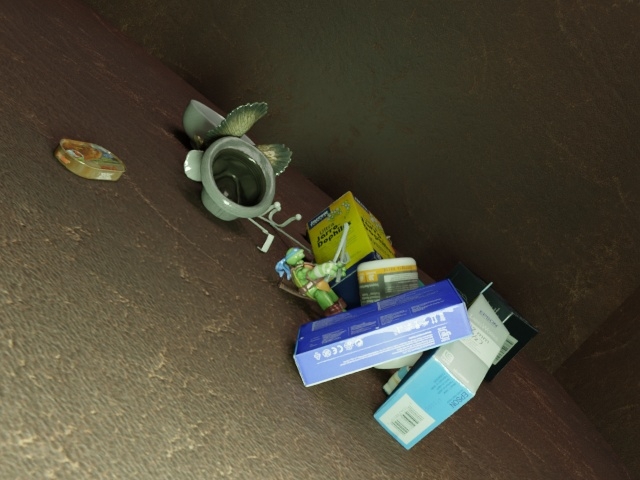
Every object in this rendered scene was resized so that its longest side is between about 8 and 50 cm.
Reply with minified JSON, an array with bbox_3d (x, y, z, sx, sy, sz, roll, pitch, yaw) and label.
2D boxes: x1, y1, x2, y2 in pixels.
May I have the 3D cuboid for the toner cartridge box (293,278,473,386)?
[{"bbox_3d":[0.124,0.186,1.172,0.165,0.347,0.075,-77,148,-78],"label":"toner cartridge box"}]

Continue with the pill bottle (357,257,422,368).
[{"bbox_3d":[0.190,0.191,1.504,0.162,0.162,0.278,11,71,-67],"label":"pill bottle"}]

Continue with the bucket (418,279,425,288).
[{"bbox_3d":[0.252,0.195,1.899,0.281,0.183,0.281,40,10,-9],"label":"bucket"}]

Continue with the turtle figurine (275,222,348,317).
[{"bbox_3d":[0.046,0.104,1.497,0.266,0.274,0.198,62,-21,0],"label":"turtle figurine"}]

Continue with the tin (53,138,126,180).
[{"bbox_3d":[-0.521,-0.180,1.286,0.106,0.040,0.189,37,11,10],"label":"tin"}]

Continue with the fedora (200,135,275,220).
[{"bbox_3d":[-0.265,-0.164,1.687,0.243,0.124,0.275,28,46,-26],"label":"fedora"}]

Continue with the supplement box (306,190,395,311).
[{"bbox_3d":[0.108,0.047,1.791,0.194,0.195,0.356,43,19,-34],"label":"supplement box"}]

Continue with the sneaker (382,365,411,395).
[{"bbox_3d":[0.258,0.382,1.452,0.228,0.092,0.087,28,15,-48],"label":"sneaker"}]

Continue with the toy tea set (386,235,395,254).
[{"bbox_3d":[0.235,0.068,2.458,0.124,0.200,0.336,67,13,3],"label":"toy tea set"}]

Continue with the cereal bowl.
[{"bbox_3d":[-0.404,-0.390,2.210,0.339,0.141,0.339,38,12,-9],"label":"cereal bowl"}]

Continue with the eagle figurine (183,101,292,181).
[{"bbox_3d":[-0.276,-0.300,1.809,0.298,0.225,0.226,-5,-10,33],"label":"eagle figurine"}]

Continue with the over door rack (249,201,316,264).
[{"bbox_3d":[-0.148,-0.058,1.830,0.239,0.108,0.324,27,17,-45],"label":"over door rack"}]

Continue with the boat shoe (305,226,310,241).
[{"bbox_3d":[0.000,0.000,2.257,0.206,0.075,0.065,31,56,-59],"label":"boat shoe"}]

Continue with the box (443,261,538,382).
[{"bbox_3d":[0.643,0.334,2.368,0.212,0.293,0.395,33,14,-33],"label":"box"}]

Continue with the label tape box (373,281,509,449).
[{"bbox_3d":[0.293,0.271,1.264,0.115,0.249,0.347,43,40,14],"label":"label tape box"}]
